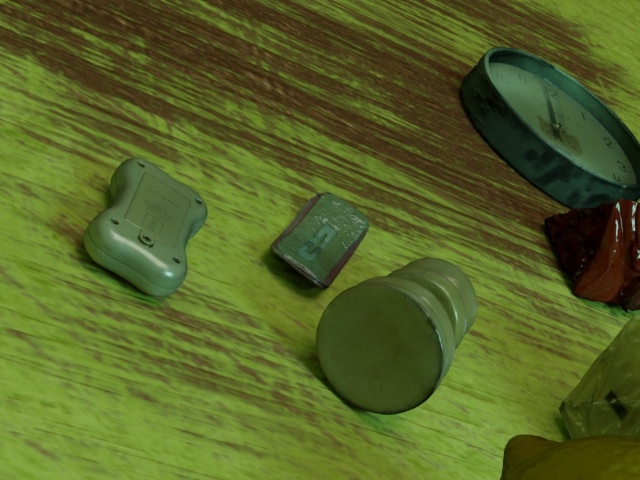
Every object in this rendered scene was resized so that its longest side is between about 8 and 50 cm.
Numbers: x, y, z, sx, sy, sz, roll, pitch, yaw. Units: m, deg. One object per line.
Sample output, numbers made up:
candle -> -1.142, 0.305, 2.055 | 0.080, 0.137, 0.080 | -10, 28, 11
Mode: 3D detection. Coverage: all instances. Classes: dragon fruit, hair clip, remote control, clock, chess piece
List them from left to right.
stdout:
remote control -> -0.119, -0.010, 1.107 | 0.074, 0.032, 0.122 | 33, 28, -10
hair clip -> -0.001, 0.001, 1.242 | 0.054, 0.022, 0.137 | 37, 27, 0
chess piece -> 0.067, 0.061, 1.175 | 0.094, 0.094, 0.170 | 42, 20, 8
clock -> 0.249, -0.115, 1.690 | 0.226, 0.049, 0.226 | 28, 30, -18
dragon fruit -> 0.301, 0.031, 1.534 | 0.192, 0.122, 0.092 | 17, 73, -41

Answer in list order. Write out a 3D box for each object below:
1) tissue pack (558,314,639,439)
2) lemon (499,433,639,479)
tissue pack -> 0.321, 0.172, 1.252 | 0.234, 0.125, 0.159 | 19, 32, -30
lemon -> 0.179, 0.217, 0.956 | 0.187, 0.187, 0.244 | -4, 53, -52
